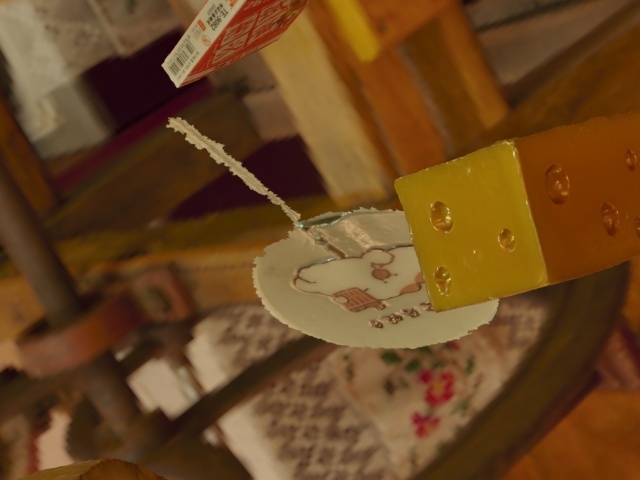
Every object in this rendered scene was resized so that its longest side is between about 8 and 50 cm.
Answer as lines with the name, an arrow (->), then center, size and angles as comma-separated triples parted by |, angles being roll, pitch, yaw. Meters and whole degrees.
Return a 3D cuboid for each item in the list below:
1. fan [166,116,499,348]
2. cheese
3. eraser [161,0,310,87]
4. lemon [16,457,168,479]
fan -> 0.000, 0.001, 1.342 | 0.190, 0.009, 0.329 | -19, 138, 32
cheese -> 0.159, -0.026, 1.169 | 0.126, 0.171, 0.093 | -19, 88, 59
eraser -> -0.055, -0.252, 1.890 | 0.038, 0.157, 0.230 | 54, 140, 7
lemon -> -0.155, 0.315, 0.959 | 0.364, 0.364, 0.364 | 28, 137, 30
